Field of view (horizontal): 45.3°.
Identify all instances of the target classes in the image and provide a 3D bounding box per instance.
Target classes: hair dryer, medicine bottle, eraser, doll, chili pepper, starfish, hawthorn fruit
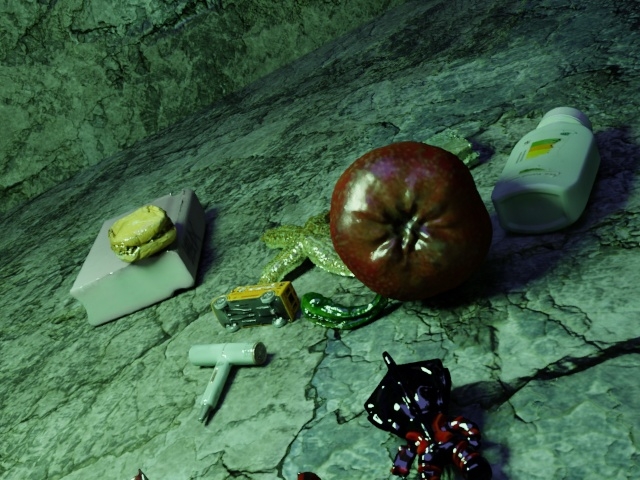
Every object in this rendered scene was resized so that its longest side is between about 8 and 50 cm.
[{"bbox_3d":[-0.195,0.248,1.333,0.155,0.044,0.183,-8,33,35],"label":"hair dryer"},{"bbox_3d":[0.428,-0.136,1.425,0.161,0.111,0.296,-5,31,35],"label":"medicine bottle"},{"bbox_3d":[-0.424,0.029,1.854,0.272,0.122,0.359,-23,25,8],"label":"eraser"},{"bbox_3d":[0.133,0.240,1.020,0.127,0.088,0.248,-10,32,-17],"label":"doll"},{"bbox_3d":[0.032,0.120,1.360,0.182,0.050,0.073,-1,27,36],"label":"chili pepper"},{"bbox_3d":[0.001,-0.003,1.600,0.358,0.078,0.347,-20,24,10],"label":"starfish"},{"bbox_3d":[0.140,-0.039,1.313,0.275,0.275,0.300,-29,18,-8],"label":"hawthorn fruit"}]

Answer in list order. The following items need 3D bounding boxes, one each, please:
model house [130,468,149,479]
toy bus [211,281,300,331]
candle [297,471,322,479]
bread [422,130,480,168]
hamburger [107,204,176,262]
[{"bbox_3d":[-0.250,0.427,0.869,0.254,0.196,0.160,-34,29,-16],"label":"model house"},{"bbox_3d":[-0.125,0.123,1.468,0.162,0.069,0.074,-8,30,28],"label":"toy bus"},{"bbox_3d":[-0.025,0.368,0.965,0.048,0.053,0.162,23,40,-4],"label":"candle"},{"bbox_3d":[0.268,-0.178,1.697,0.172,0.064,0.232,-5,34,39],"label":"bread"},{"bbox_3d":[-0.391,-0.016,1.678,0.147,0.083,0.138,-30,32,-16],"label":"hamburger"}]
